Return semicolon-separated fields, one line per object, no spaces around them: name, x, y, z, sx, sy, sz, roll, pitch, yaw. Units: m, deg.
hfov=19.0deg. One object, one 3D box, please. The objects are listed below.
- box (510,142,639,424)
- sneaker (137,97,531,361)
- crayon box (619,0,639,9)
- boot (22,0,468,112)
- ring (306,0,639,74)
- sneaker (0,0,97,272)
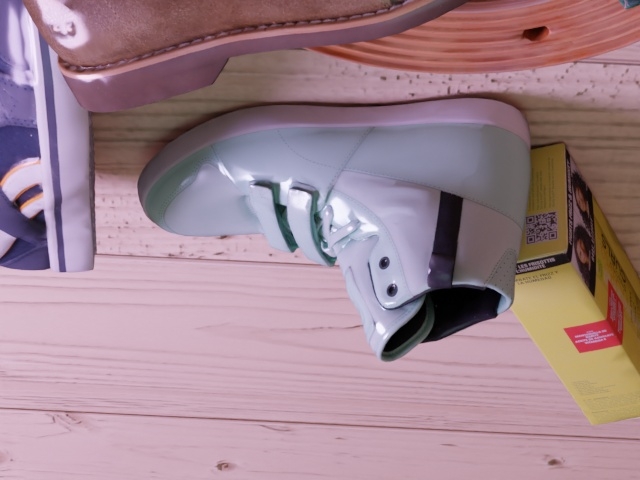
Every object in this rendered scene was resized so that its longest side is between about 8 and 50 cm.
box;0.172;0.035;1.268;0.058;0.087;0.232;-11;145;21
sneaker;0.000;0.000;1.163;0.256;0.151;0.094;-7;149;18
crayon box;0.155;-0.243;0.708;0.165;0.081;0.278;-20;128;-2
boot;-0.007;-0.157;0.866;0.305;0.112;0.115;-17;123;19
ring;0.075;-0.192;0.924;0.336;0.032;0.336;1;148;1
sneaker;-0.190;-0.072;1.089;0.127;0.126;0.321;1;150;-7
